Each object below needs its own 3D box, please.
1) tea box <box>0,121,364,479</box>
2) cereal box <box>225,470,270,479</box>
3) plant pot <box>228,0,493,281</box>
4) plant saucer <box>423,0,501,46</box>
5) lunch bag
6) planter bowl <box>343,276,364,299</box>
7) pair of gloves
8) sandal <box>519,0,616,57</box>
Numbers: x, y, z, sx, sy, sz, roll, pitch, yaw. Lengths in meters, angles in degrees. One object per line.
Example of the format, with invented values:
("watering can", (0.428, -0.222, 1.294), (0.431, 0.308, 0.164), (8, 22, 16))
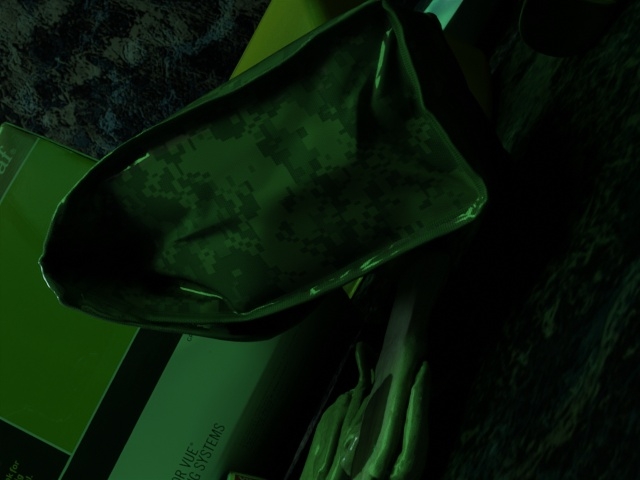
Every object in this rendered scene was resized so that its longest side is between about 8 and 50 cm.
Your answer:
("tea box", (-0.186, 0.126, 1.146), (0.329, 0.324, 0.220), (-62, -17, -10))
("cereal box", (-0.069, 0.284, 0.914), (0.240, 0.047, 0.173), (-96, 21, -77))
("plant pot", (0.030, -0.086, 1.159), (0.212, 0.212, 0.187), (-59, 20, 20))
("plant saucer", (0.113, -0.195, 1.442), (0.317, 0.044, 0.317), (-53, 6, 9))
("lunch bag", (-0.028, -0.032, 0.905), (0.287, 0.169, 0.235), (-27, 1, 13))
("planter bowl", (0.000, 0.000, 1.438), (0.217, 0.090, 0.217), (-61, 7, 14))
("pair of gloves", (0.033, 0.138, 0.897), (0.240, 0.042, 0.204), (119, 170, -55))
("sandal", (0.202, -0.230, 0.894), (0.240, 0.088, 0.079), (119, 168, -53))
